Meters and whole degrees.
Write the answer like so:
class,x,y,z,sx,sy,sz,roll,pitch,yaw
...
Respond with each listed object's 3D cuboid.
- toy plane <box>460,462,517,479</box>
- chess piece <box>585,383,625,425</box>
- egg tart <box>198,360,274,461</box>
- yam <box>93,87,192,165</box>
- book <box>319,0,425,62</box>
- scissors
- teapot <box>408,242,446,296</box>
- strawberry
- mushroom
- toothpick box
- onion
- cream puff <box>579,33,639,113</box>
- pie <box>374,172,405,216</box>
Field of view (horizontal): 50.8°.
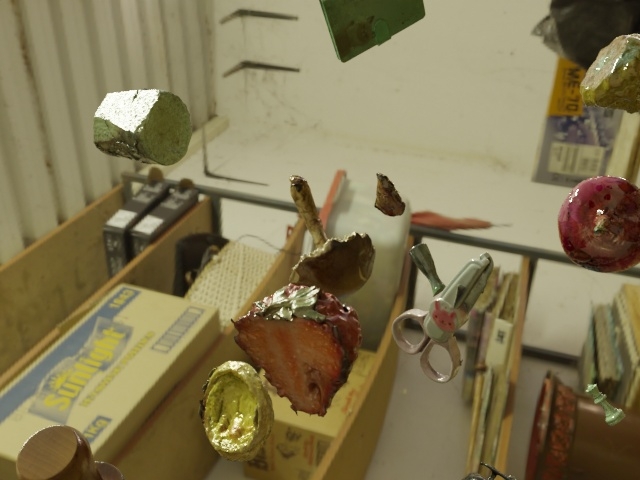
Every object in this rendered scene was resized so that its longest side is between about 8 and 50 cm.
class,x,y,z,sx,sy,sz,roll,pitch,yaw
toy plane,0.360,0.514,1.179,0.106,0.381,0.155,-44,-53,-21
chess piece,0.606,0.347,1.443,0.042,0.093,0.042,-35,-11,-8
egg tart,-0.217,0.457,1.815,0.095,0.278,0.279,9,-89,-47
yam,-0.497,-0.304,1.852,0.203,0.271,0.201,-64,-34,-20
book,0.071,-0.298,0.870,0.017,0.135,0.103,54,172,42
scissors,0.174,0.099,0.927,0.030,0.118,0.242,-28,-28,-36
teapot,0.225,0.062,1.403,0.043,0.042,0.111,58,-173,-69
strawberry,-0.009,0.205,1.372,0.280,0.253,0.150,56,-141,-18
mushroom,0.033,0.005,1.674,0.233,0.207,0.302,61,-151,-61
toothpick box,-0.554,0.547,1.508,0.295,0.192,0.192,79,-155,-43
onion,0.417,-0.022,1.003,0.140,0.150,0.150,-7,-71,-51
cream puff,0.532,-0.279,1.156,0.146,0.116,0.146,-61,9,16
pie,0.160,-0.098,1.584,0.034,0.092,0.170,-47,-22,-17
